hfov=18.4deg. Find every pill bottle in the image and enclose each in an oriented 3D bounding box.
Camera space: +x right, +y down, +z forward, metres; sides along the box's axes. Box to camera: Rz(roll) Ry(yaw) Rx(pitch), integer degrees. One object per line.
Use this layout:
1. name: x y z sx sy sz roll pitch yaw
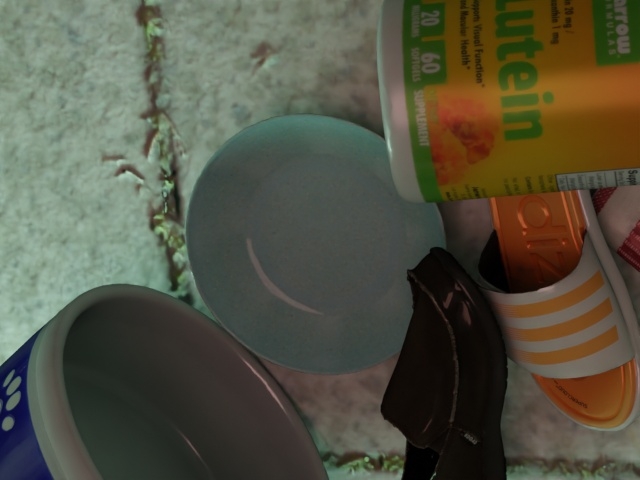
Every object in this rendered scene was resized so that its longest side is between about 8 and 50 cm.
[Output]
1. pill bottle: 0.166 -0.100 1.234 0.246 0.136 0.136 -5 105 10

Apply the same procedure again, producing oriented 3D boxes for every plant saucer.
1. plant saucer: 0.000 0.000 1.410 0.195 0.037 0.195 5 107 16

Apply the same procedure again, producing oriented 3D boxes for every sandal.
1. sandal: 0.140 0.013 1.337 0.102 0.076 0.265 -11 100 43

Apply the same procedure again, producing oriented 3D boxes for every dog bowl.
1. dog bowl: -0.115 0.166 1.374 0.104 0.265 0.265 -39 92 25

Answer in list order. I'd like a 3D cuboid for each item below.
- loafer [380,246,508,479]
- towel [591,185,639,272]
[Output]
1. loafer: 0.082 0.109 1.362 0.078 0.080 0.220 -16 120 -14
2. towel: 0.363 -0.009 1.296 0.329 0.037 0.237 35 115 6
